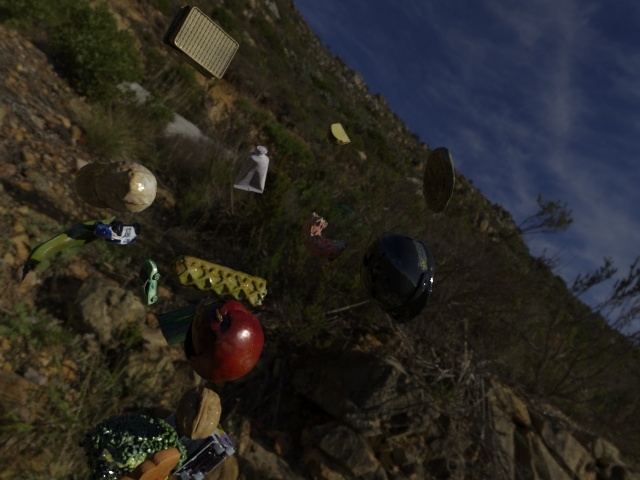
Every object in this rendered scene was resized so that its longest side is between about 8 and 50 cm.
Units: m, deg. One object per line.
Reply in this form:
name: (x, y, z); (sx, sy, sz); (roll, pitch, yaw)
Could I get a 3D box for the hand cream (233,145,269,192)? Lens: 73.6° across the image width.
hand cream: (-0.181, -0.196, 1.180); (0.084, 0.053, 0.142); (11, -49, -20)

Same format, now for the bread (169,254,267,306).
bread: (-0.280, 0.108, 1.174); (0.270, 0.098, 0.087); (20, -45, -24)

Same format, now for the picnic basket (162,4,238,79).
picnic basket: (-0.309, -0.510, 1.111); (0.164, 0.115, 0.079); (29, 1, -45)

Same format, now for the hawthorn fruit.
hawthorn fruit: (-0.177, 0.176, 0.782); (0.148, 0.148, 0.172); (33, -34, 17)

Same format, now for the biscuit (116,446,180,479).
biscuit: (-0.529, 0.701, 1.193); (0.047, 0.334, 0.202); (49, 4, 26)

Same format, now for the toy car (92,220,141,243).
toy car: (-0.636, -0.025, 1.354); (0.080, 0.070, 0.171); (5, 2, 6)

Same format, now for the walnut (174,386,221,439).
walnut: (-0.432, 0.611, 1.508); (0.155, 0.155, 0.184); (44, 27, -31)

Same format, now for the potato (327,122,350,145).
potato: (0.057, -0.424, 1.735); (0.066, 0.103, 0.096); (-36, -105, 38)

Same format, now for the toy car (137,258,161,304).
toy car: (-0.642, 0.153, 1.578); (0.093, 0.058, 0.186); (37, -55, 31)

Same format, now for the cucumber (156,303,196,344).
cucumber: (-0.408, 0.236, 1.243); (0.116, 0.115, 0.062); (42, -40, 49)

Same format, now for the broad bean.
broad bean: (-0.775, 0.003, 1.314); (0.067, 0.325, 0.075); (1, -60, 47)

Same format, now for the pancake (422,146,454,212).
pancake: (0.408, -0.210, 1.512); (0.050, 0.241, 0.242); (-1, -12, -5)

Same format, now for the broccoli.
broccoli: (-0.654, 0.752, 1.501); (0.324, 0.272, 0.334); (-17, -13, 36)

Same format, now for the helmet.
helmet: (0.207, 0.094, 1.275); (0.160, 0.278, 0.230); (28, -48, -26)

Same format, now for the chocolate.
chocolate: (-0.523, -0.139, 1.096); (0.309, 0.134, 0.134); (8, -29, 41)

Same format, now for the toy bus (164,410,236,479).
toy bus: (-0.556, 0.898, 1.913); (0.249, 0.209, 0.440); (47, -18, 23)

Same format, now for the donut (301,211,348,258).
donut: (0.000, 0.000, 1.345); (0.166, 0.117, 0.065); (44, 8, -14)
